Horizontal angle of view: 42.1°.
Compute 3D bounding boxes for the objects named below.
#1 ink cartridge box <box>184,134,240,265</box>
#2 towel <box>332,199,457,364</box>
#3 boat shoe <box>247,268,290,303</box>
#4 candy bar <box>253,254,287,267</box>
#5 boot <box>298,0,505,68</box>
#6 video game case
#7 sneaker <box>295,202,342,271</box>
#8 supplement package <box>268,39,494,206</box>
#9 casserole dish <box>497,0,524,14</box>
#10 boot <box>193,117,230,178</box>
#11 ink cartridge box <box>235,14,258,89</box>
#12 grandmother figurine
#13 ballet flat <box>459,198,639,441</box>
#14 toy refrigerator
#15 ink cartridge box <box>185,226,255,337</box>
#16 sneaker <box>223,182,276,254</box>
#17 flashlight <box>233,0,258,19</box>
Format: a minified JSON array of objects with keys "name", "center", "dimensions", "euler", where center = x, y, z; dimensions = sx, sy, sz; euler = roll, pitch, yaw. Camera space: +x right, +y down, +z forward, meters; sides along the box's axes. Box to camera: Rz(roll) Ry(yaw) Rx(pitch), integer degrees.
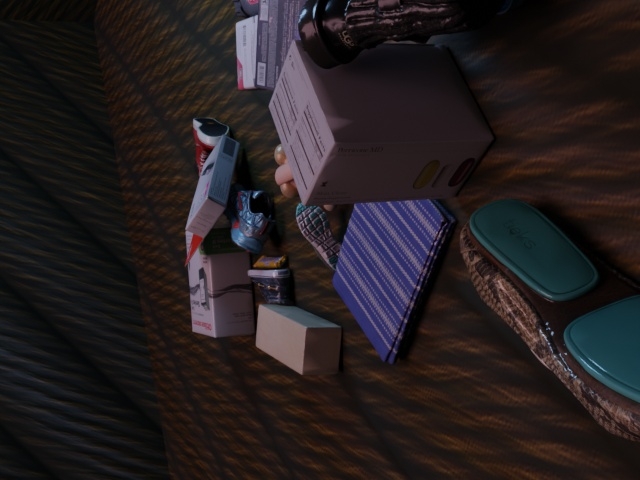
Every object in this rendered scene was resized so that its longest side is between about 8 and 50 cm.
[{"name":"ink cartridge box","center":[-0.298,-0.105,2.142],"dimensions":[0.239,0.060,0.275],"euler":[-50,22,35]},{"name":"towel","center":[0.119,0.026,1.469],"dimensions":[0.243,0.040,0.336],"euler":[55,140,41]},{"name":"boat shoe","center":[-0.126,0.110,2.002],"dimensions":[0.183,0.065,0.083],"euler":[177,90,-65]},{"name":"candy bar","center":[-0.121,0.051,2.021],"dimensions":[0.018,0.040,0.161],"euler":[50,161,-15]},{"name":"boot","center":[0.139,-0.382,1.145],"dimensions":[0.260,0.131,0.348],"euler":[-10,48,41]},{"name":"video game case","center":[-0.027,-0.379,1.635],"dimensions":[0.274,0.026,0.196],"euler":[20,114,39]},{"name":"sneaker","center":[0.000,0.000,1.667],"dimensions":[0.166,0.065,0.076],"euler":[58,164,3]},{"name":"supplement package","center":[0.085,-0.177,1.248],"dimensions":[0.145,0.262,0.204],"euler":[116,142,-50]},{"name":"casserole dish","center":[0.237,-0.380,1.153],"dimensions":[0.188,0.037,0.114],"euler":[-133,45,-53]},{"name":"boot","center":[-0.306,-0.238,2.322],"dimensions":[0.244,0.088,0.176],"euler":[-135,46,-67]},{"name":"ink cartridge box","center":[-0.110,-0.417,1.845],"dimensions":[0.218,0.092,0.158],"euler":[-163,70,-66]},{"name":"grandmother figurine","center":[0.005,-0.162,1.632],"dimensions":[0.342,0.104,0.207],"euler":[-23,86,67]},{"name":"ballet flat","center":[0.316,0.113,0.965],"dimensions":[0.483,0.164,0.182],"euler":[-127,18,-59]},{"name":"toy refrigerator","center":[-0.049,0.212,1.823],"dimensions":[0.269,0.094,0.102],"euler":[12,99,64]},{"name":"ink cartridge box","center":[-0.273,0.111,2.257],"dimensions":[0.211,0.122,0.289],"euler":[177,89,-65]},{"name":"sneaker","center":[-0.163,-0.076,2.051],"dimensions":[0.125,0.104,0.262],"euler":[-51,35,19]},{"name":"flashlight","center":[-0.120,-0.554,1.839],"dimensions":[0.103,0.103,0.304],"euler":[-66,26,0]}]
